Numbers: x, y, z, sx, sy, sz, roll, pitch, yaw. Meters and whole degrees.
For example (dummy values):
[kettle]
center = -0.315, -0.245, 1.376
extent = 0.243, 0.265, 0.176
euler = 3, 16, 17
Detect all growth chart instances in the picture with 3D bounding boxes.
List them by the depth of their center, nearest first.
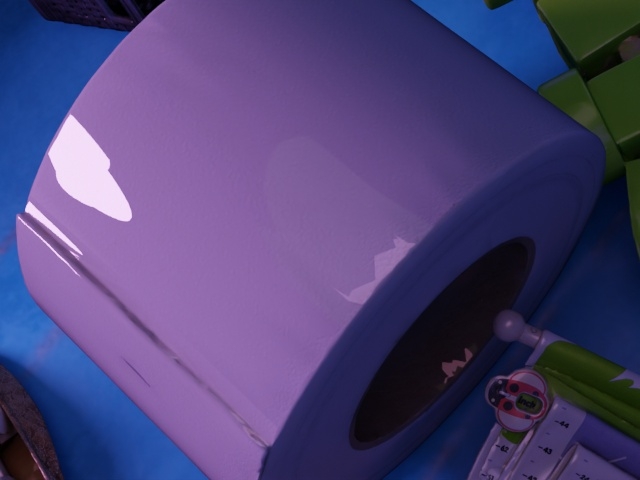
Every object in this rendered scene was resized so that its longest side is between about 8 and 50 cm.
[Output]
[growth chart]
center = 0.126, 0.173, 0.604
extent = 0.172, 0.021, 0.237
euler = 20, 89, 2

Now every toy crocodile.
[toy crocodile]
center = 0.162, -0.127, 0.704
extent = 0.115, 0.105, 0.341
euler = -26, 62, 12

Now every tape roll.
[tape roll]
center = 0.000, 0.000, 0.615
extent = 0.169, 0.246, 0.246
euler = 40, 84, 21

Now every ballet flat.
[ballet flat]
center = -0.184, 0.134, 0.706
extent = 0.073, 0.067, 0.206
euler = -40, 67, -2

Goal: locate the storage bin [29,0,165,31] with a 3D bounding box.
[storage bin]
center = -0.132, -0.236, 0.795
extent = 0.084, 0.122, 0.180
euler = 12, 74, 16
